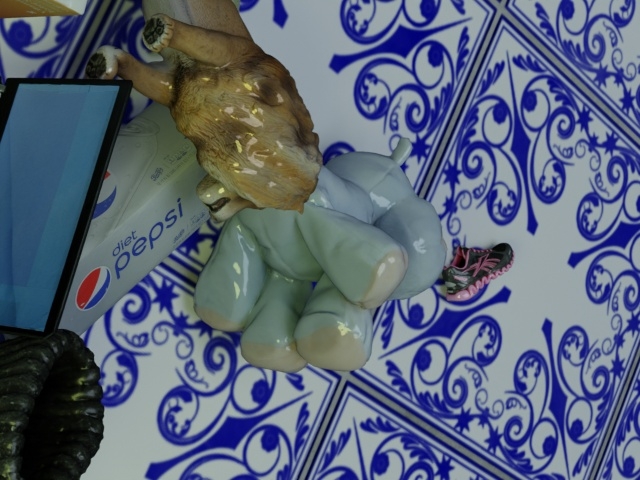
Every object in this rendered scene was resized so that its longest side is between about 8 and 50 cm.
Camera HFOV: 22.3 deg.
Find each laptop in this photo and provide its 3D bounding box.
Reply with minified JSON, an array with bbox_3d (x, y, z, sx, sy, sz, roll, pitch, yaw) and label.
[{"bbox_3d":[-0.328,-0.058,1.366,0.264,0.136,0.234,19,76,-16],"label":"laptop"}]

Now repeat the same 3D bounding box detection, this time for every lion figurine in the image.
[{"bbox_3d":[-0.129,-0.209,1.530,0.240,0.142,0.392,18,48,-50],"label":"lion figurine"}]

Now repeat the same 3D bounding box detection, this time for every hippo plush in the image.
[{"bbox_3d":[0.000,0.000,1.740,0.294,0.234,0.236,51,29,14],"label":"hippo plush"}]

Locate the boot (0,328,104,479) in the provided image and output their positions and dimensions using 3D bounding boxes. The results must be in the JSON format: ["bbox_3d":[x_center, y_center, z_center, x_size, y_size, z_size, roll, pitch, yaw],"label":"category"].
[{"bbox_3d":[-0.328,0.235,1.331,0.131,0.260,0.348,49,42,-56],"label":"boot"}]

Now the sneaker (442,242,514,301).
[{"bbox_3d":[0.192,0.026,1.990,0.119,0.047,0.057,-35,106,-35],"label":"sneaker"}]

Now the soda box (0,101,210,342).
[{"bbox_3d":[-0.215,-0.006,1.560,0.286,0.091,0.098,-44,151,-29],"label":"soda box"}]

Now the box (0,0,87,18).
[{"bbox_3d":[-0.293,-0.260,1.424,0.130,0.170,0.091,21,80,-42],"label":"box"}]

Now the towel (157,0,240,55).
[{"bbox_3d":[-0.127,-0.262,1.673,0.110,0.027,0.148,-3,96,-43],"label":"towel"}]
